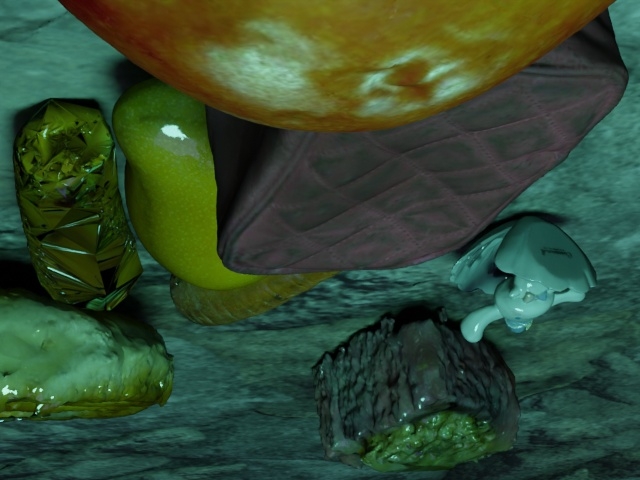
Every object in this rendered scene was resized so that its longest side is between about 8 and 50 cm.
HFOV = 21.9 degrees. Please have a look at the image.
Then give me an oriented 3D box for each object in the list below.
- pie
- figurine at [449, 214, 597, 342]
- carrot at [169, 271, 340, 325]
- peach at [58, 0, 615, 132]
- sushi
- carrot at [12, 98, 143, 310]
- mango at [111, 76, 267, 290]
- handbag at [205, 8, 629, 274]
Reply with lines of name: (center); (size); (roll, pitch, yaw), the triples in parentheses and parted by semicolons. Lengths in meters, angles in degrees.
pie: (-0.249, 0.091, 1.152); (0.315, 0.092, 0.315); (-2, 170, 0)
figurine: (0.139, 0.028, 1.122); (0.094, 0.082, 0.086); (6, 135, -29)
carrot: (0.000, 0.000, 1.054); (0.247, 0.059, 0.059); (-23, 154, 33)
peach: (0.016, -0.143, 0.466); (0.243, 0.200, 0.243); (-16, 156, -7)
sushi: (0.097, 0.130, 1.360); (0.161, 0.108, 0.241); (-1, 159, -25)
carrot: (-0.143, -0.013, 0.970); (0.069, 0.069, 0.229); (-4, 159, -5)
mango: (-0.061, -0.037, 0.899); (0.102, 0.085, 0.184); (-6, 149, 5)
handbag: (0.032, -0.081, 0.736); (0.146, 0.135, 0.225); (3, 154, -22)
